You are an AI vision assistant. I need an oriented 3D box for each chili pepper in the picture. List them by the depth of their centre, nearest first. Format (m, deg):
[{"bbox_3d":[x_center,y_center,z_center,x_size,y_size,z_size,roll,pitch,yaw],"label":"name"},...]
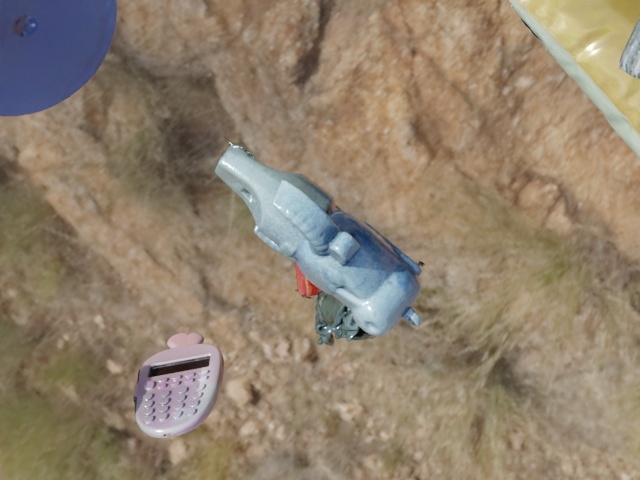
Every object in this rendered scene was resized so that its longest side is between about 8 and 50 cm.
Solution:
[{"bbox_3d":[-0.009,0.009,1.872,0.065,0.088,0.169,14,118,39],"label":"chili pepper"}]

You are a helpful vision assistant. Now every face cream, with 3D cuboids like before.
[{"bbox_3d":[-0.413,-0.313,1.321,0.225,0.249,0.249,45,138,38],"label":"face cream"}]

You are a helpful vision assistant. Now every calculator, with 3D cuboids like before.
[{"bbox_3d":[-0.159,0.161,1.190,0.103,0.166,0.024,-11,123,9],"label":"calculator"}]

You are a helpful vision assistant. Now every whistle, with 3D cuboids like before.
[{"bbox_3d":[0.000,0.000,1.083,0.269,0.093,0.180,37,168,-1],"label":"whistle"}]

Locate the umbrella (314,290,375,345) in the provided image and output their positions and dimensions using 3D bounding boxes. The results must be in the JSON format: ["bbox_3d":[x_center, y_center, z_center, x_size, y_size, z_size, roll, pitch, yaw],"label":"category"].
[{"bbox_3d":[0.063,0.099,1.655,0.094,0.143,0.349,18,170,-10],"label":"umbrella"}]

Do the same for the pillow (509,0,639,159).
[{"bbox_3d":[0.357,-0.201,1.049,0.312,0.310,0.119,52,150,7],"label":"pillow"}]

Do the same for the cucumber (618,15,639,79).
[{"bbox_3d":[0.235,-0.141,0.659,0.064,0.064,0.112,36,120,4],"label":"cucumber"}]
